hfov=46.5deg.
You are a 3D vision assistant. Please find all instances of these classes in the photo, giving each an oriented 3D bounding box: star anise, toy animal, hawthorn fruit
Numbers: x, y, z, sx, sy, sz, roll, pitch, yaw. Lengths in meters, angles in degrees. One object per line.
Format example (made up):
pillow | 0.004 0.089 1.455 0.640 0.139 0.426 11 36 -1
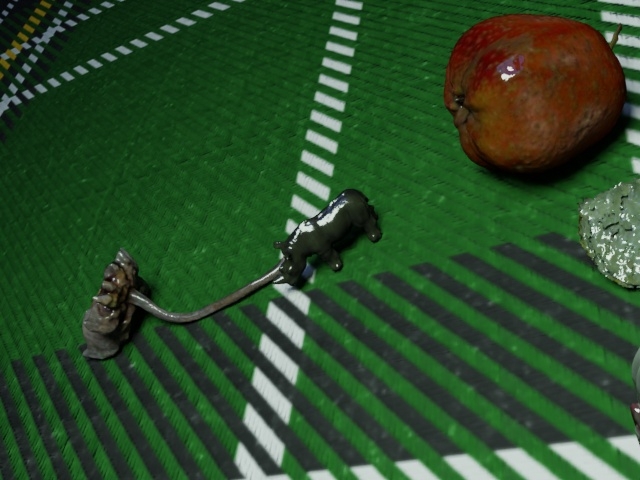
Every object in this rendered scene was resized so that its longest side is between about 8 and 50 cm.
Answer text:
star anise | -0.157 0.067 0.882 0.227 0.218 0.148 17 18 3
toy animal | 0.000 0.000 0.787 0.136 0.065 0.047 -38 37 1
hawthorn fruit | 0.226 -0.149 0.716 0.204 0.162 0.162 -17 39 -3

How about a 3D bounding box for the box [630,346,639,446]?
box | 0.326 0.074 0.367 0.294 0.193 0.167 -36 46 2

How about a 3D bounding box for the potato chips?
potato chips | 0.323 -0.030 0.573 0.228 0.059 0.167 -4 43 42
